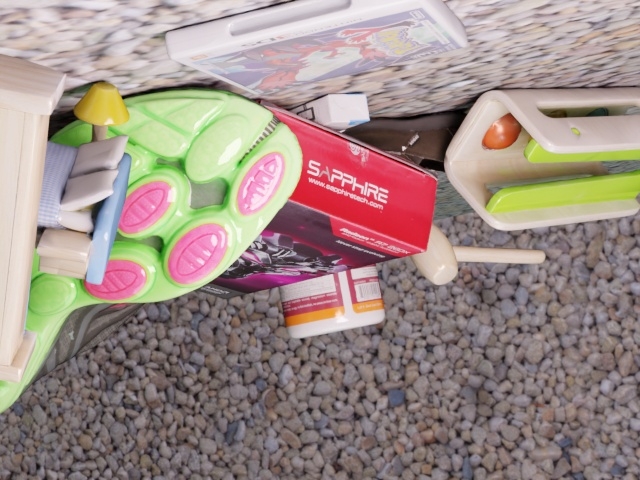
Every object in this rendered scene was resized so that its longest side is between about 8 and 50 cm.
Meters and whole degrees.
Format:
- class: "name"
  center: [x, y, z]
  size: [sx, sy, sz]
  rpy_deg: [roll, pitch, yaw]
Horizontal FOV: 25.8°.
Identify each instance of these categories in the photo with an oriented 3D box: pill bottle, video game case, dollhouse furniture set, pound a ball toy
- class: "pill bottle"
  center: [0.000, 0.000, 1.671]
  size: [0.121, 0.221, 0.121]
  rpy_deg: [-10, 176, -1]
- class: "video game case"
  center: [0.005, -0.148, 1.040]
  size: [0.183, 0.023, 0.201]
  rpy_deg: [-11, 176, 15]
- class: "dollhouse furniture set"
  center: [-0.278, -0.084, 0.962]
  size: [0.286, 0.198, 0.303]
  rpy_deg: [11, -154, -4]
- class: "pound a ball toy"
  center: [0.241, -0.078, 1.586]
  size: [0.319, 0.136, 0.208]
  rpy_deg: [-7, 139, -41]

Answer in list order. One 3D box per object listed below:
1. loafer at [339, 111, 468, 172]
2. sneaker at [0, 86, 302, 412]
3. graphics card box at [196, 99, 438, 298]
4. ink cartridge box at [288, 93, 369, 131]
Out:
- class: "loafer"
  center: [0.076, -0.095, 1.559]
  size: [0.220, 0.078, 0.080]
  rpy_deg: [-9, 176, -20]
- class: "sneaker"
  center: [-0.208, -0.007, 1.290]
  size: [0.483, 0.185, 0.202]
  rpy_deg: [-30, -170, 32]
- class: "graphics card box"
  center: [-0.085, -0.030, 1.471]
  size: [0.233, 0.094, 0.371]
  rpy_deg: [20, 160, -35]
- class: "ink cartridge box"
  center: [0.003, -0.121, 1.371]
  size: [0.048, 0.028, 0.083]
  rpy_deg: [-5, 175, -37]
